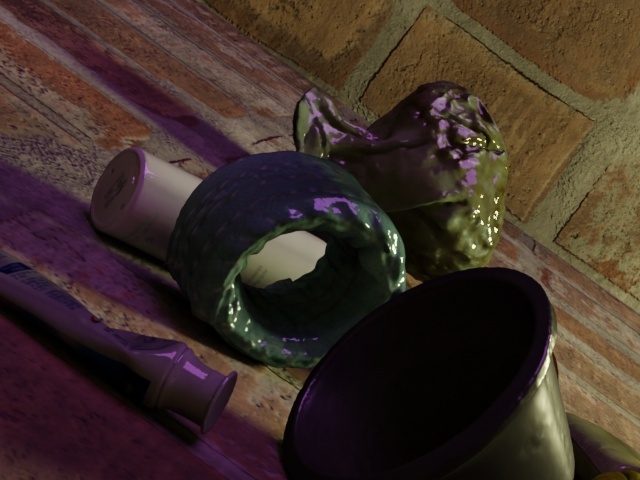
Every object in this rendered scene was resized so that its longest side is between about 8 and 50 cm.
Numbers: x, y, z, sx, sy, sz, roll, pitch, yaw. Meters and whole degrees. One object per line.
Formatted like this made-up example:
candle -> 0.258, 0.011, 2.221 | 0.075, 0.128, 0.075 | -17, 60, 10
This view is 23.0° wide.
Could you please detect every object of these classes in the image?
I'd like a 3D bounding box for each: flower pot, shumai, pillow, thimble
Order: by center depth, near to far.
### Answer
flower pot -> 0.117, 0.168, 1.369 | 0.166, 0.269, 0.269 | 53, 1, -28
thimble -> -0.037, 0.022, 1.572 | 0.235, 0.198, 0.143 | -5, 28, -18
pillow -> 0.381, 0.312, 1.872 | 0.185, 0.075, 0.302 | 34, 10, -37
shumai -> 0.095, -0.086, 2.321 | 0.288, 0.292, 0.330 | 15, 43, -42

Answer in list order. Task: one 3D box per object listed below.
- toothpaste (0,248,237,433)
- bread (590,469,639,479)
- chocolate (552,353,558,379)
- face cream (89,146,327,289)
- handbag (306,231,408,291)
toothpaste -> -0.194, 0.069, 1.286 | 0.266, 0.061, 0.096 | 30, 11, 10
bread -> 0.337, 0.301, 1.693 | 0.130, 0.071, 0.139 | 17, 35, 19
chocolate -> 0.178, 0.148, 1.763 | 0.177, 0.176, 0.177 | 33, 11, -7
face cream -> -0.083, 0.010, 1.712 | 0.345, 0.102, 0.102 | 28, 13, -35
handbag -> 0.000, 0.000, 2.084 | 0.270, 0.088, 0.175 | 37, 4, 9
